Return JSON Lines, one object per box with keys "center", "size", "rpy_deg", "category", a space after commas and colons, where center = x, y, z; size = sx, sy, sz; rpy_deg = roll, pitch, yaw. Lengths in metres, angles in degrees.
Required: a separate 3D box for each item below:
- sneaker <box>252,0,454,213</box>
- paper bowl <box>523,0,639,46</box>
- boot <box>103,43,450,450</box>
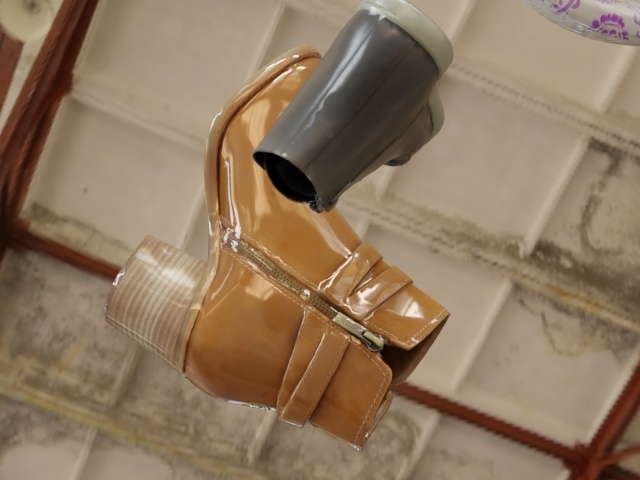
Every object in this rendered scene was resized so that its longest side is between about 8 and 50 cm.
{"center": [0.012, -0.068, 0.795], "size": [0.083, 0.222, 0.118], "rpy_deg": [39, -97, 8], "category": "sneaker"}
{"center": [0.251, -0.289, 0.982], "size": [0.284, 0.148, 0.284], "rpy_deg": [0, -85, 3], "category": "paper bowl"}
{"center": [0.000, 0.000, 0.961], "size": [0.220, 0.283, 0.109], "rpy_deg": [25, -27, 15], "category": "boot"}
